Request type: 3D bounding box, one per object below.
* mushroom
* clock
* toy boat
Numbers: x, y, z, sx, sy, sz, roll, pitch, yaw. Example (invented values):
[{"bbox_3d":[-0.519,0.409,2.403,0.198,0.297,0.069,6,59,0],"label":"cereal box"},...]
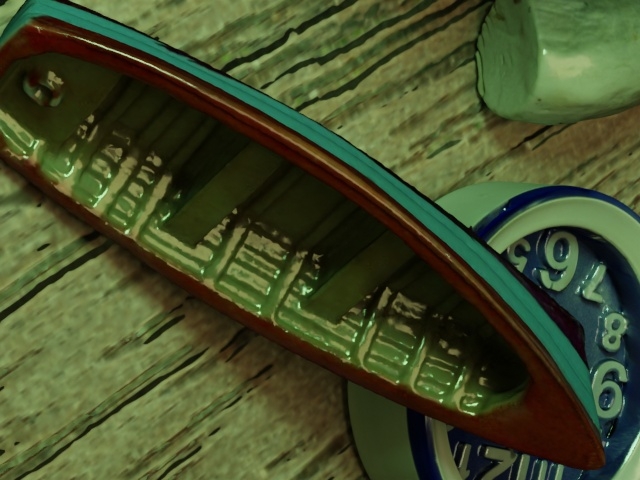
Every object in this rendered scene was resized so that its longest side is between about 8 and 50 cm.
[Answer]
[{"bbox_3d":[0.199,-0.133,1.116,0.223,0.092,0.081,-20,151,-32],"label":"mushroom"},{"bbox_3d":[0.123,0.078,1.084,0.230,0.083,0.230,-8,103,-39],"label":"clock"},{"bbox_3d":[0.000,0.000,0.912,0.392,0.136,0.079,31,46,-19],"label":"toy boat"}]
